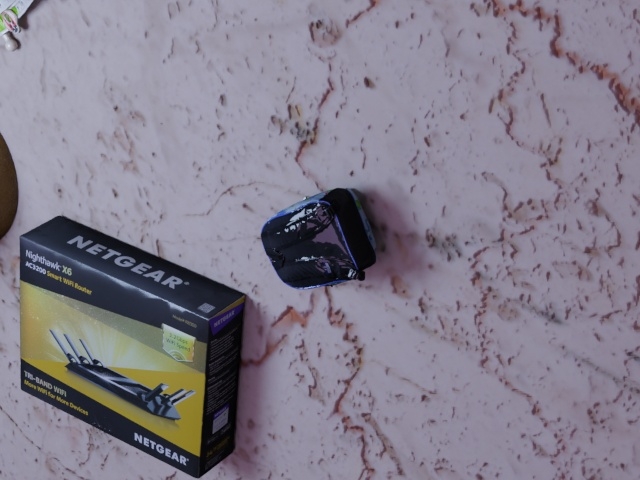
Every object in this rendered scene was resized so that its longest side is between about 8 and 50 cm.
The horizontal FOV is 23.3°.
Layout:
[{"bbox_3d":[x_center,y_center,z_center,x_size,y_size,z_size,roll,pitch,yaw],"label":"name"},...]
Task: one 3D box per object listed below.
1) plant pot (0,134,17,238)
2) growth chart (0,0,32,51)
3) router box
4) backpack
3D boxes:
[{"bbox_3d":[-0.569,-0.054,2.028,0.237,0.254,0.237,17,121,29],"label":"plant pot"},{"bbox_3d":[-0.388,-0.351,1.875,0.172,0.021,0.237,54,146,4],"label":"growth chart"},{"bbox_3d":[-0.248,0.134,1.996,0.309,0.081,0.243,21,122,27],"label":"router box"},{"bbox_3d":[0.000,0.000,1.748,0.114,0.084,0.105,-17,100,35],"label":"backpack"}]
